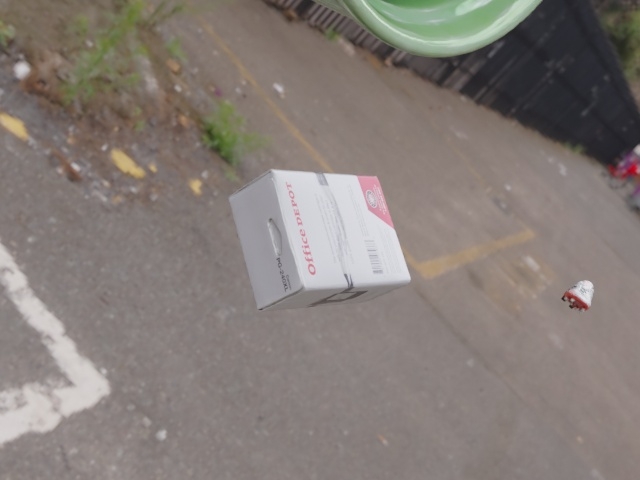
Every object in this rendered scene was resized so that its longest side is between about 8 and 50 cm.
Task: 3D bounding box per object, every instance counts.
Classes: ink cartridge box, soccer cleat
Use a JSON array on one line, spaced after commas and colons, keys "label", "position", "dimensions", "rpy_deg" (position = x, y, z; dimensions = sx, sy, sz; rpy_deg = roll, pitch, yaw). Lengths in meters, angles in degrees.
[{"label": "ink cartridge box", "position": [0.000, 0.000, 0.918], "dimensions": [0.150, 0.063, 0.109], "rpy_deg": [-1, 70, -49]}, {"label": "soccer cleat", "position": [0.292, 0.060, 1.150], "dimensions": [0.029, 0.035, 0.083], "rpy_deg": [44, 3, 6]}]

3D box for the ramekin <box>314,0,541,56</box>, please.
[{"label": "ramekin", "position": [0.068, -0.304, 0.775], "dimensions": [0.148, 0.303, 0.303], "rpy_deg": [30, 2, 43]}]
